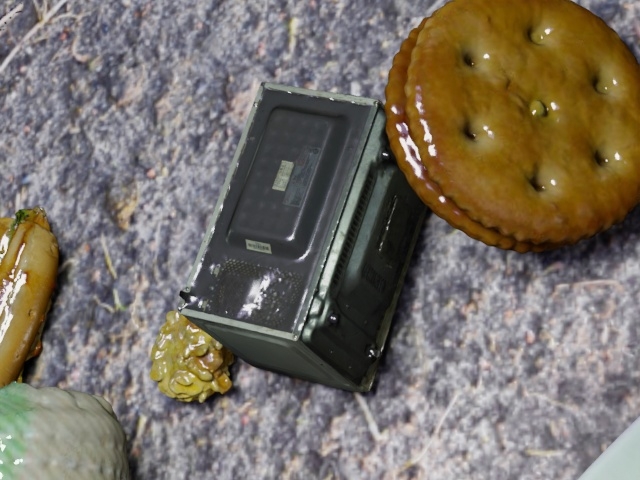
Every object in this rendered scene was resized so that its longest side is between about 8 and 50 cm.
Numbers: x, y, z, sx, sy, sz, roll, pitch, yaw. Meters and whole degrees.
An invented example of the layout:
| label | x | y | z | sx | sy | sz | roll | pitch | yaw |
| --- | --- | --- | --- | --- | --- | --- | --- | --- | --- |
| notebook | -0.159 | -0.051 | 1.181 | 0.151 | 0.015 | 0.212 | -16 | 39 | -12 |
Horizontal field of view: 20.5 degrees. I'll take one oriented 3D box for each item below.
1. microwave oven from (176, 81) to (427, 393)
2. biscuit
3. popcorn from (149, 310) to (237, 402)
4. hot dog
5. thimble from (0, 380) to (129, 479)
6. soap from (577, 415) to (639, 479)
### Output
| label | x | y | z | sx | sy | sz | roll | pitch | yaw |
| --- | --- | --- | --- | --- | --- | --- | --- | --- | --- |
| microwave oven | 0.000 | 0.000 | 1.413 | 0.129 | 0.163 | 0.205 | 12 | 75 | 26 |
| biscuit | 0.157 | -0.095 | 1.365 | 0.220 | 0.066 | 0.220 | 7 | 70 | -18 |
| popcorn | -0.105 | 0.098 | 1.489 | 0.082 | 0.057 | 0.083 | -46 | 63 | 7 |
| hot dog | -0.293 | 0.086 | 1.579 | 0.104 | 0.076 | 0.250 | 8 | 72 | 48 |
| thimble | -0.254 | 0.204 | 1.437 | 0.219 | 0.219 | 0.150 | -9 | 71 | 23 |
| soap | 0.276 | 0.198 | 1.140 | 0.115 | 0.347 | 0.208 | -13 | 103 | 41 |
